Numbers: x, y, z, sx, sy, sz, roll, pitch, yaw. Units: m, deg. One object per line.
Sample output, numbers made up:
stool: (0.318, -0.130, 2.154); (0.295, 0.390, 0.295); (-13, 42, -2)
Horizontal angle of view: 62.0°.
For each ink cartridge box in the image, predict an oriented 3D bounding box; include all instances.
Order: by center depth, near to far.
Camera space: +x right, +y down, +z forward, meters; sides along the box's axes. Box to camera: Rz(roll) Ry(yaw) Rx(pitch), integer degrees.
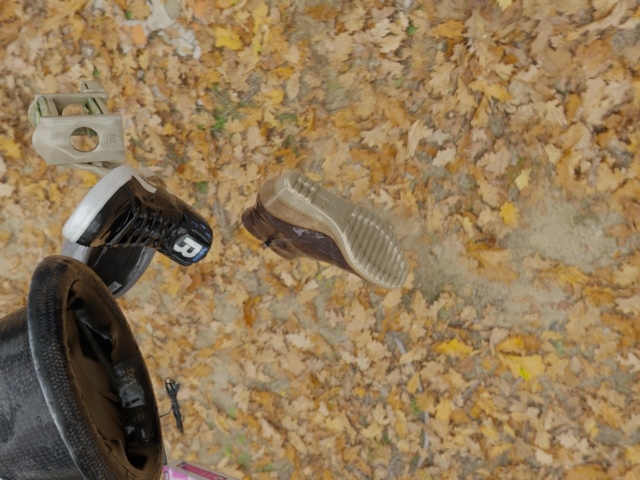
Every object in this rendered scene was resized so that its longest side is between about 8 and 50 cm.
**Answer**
ink cartridge box: (-0.254, 0.656, 1.289); (0.370, 0.069, 0.176); (-7, 89, 42)

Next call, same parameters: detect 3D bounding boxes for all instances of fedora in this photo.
fedora: (-0.319, 0.192, 0.650); (0.152, 0.334, 0.334); (-19, 105, -6)
fedora: (-0.527, 0.017, 1.300); (0.124, 0.244, 0.276); (24, 82, 22)

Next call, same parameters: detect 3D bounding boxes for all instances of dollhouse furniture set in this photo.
dollhouse furniture set: (-0.335, -0.117, 0.730); (0.101, 0.182, 0.161); (-9, 122, -27)

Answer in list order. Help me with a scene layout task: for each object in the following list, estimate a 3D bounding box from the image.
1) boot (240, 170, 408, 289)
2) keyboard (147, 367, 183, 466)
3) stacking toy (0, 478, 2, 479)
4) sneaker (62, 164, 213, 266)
boot: (0.000, 0.000, 0.832); (0.248, 0.090, 0.207); (40, 154, -9)
keyboard: (-0.486, 0.509, 1.519); (0.201, 0.033, 0.317); (-12, 101, -25)
stacking toy: (-0.427, 0.447, 0.769); (0.165, 0.175, 0.302); (36, 126, 48)
sneaker: (-0.172, -0.016, 0.562); (0.121, 0.217, 0.079); (39, 99, -10)
